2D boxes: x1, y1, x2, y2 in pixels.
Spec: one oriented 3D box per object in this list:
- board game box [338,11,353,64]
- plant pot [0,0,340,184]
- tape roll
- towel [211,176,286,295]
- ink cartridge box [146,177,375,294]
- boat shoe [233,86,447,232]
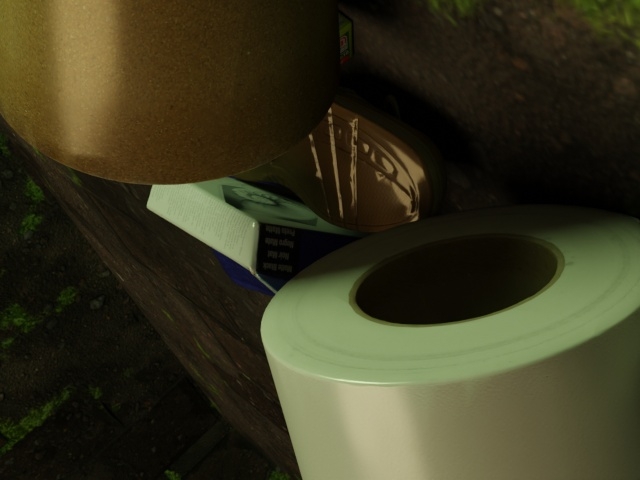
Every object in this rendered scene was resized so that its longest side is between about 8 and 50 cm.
[{"bbox_3d":[-0.072,-0.176,0.759,0.181,0.092,0.043,41,163,21],"label":"board game box"},{"bbox_3d":[-0.092,-0.205,0.580,0.237,0.237,0.254,40,147,24],"label":"plant pot"},{"bbox_3d":[0.099,0.097,0.619,0.246,0.246,0.169,19,129,59],"label":"tape roll"},{"bbox_3d":[-0.084,-0.049,1.137,0.227,0.076,0.308,20,148,44],"label":"towel"},{"bbox_3d":[0.000,0.000,0.846,0.223,0.045,0.224,7,-165,-41],"label":"ink cartridge box"},{"bbox_3d":[0.009,-0.084,0.814,0.285,0.089,0.105,26,127,46],"label":"boat shoe"}]
